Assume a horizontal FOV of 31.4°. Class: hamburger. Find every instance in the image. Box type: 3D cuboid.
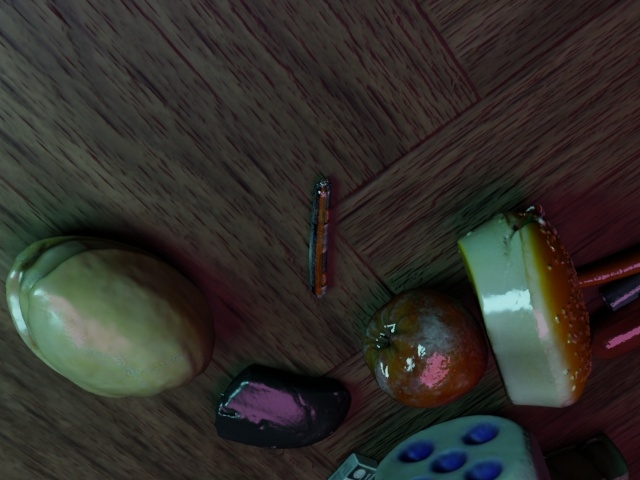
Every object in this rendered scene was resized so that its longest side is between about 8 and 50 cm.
[{"bbox_3d":[0.287,0.094,1.540,0.151,0.227,0.295,-15,134,6],"label":"hamburger"}]

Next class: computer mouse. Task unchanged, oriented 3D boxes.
[{"bbox_3d":[-0.048,0.248,1.630,0.217,0.073,0.122,12,121,-27],"label":"computer mouse"}]

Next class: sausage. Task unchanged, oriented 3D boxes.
[{"bbox_3d":[0.494,0.116,1.739,0.194,0.077,0.077,-35,131,7],"label":"sausage"},{"bbox_3d":[0.000,0.000,1.486,0.028,0.025,0.198,-31,139,-35],"label":"sausage"}]

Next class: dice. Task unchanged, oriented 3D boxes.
[{"bbox_3d":[0.233,0.438,1.717,0.251,0.243,0.259,-17,108,14],"label":"dice"}]

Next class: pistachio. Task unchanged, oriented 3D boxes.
[{"bbox_3d":[-0.246,0.097,1.380,0.293,0.162,0.182,31,84,-37],"label":"pistachio"}]

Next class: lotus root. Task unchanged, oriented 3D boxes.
[{"bbox_3d":[0.402,0.425,1.913,0.234,0.119,0.138,-21,125,-6],"label":"lotus root"}]

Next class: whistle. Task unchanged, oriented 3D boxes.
[{"bbox_3d":[0.509,0.044,1.712,0.186,0.039,0.039,-33,131,4],"label":"whistle"}]

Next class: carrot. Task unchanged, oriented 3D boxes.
[{"bbox_3d":[0.415,0.048,1.679,0.190,0.037,0.037,-18,131,-6],"label":"carrot"}]

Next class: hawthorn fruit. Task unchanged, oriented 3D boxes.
[{"bbox_3d":[0.149,0.152,1.571,0.172,0.173,0.173,-11,129,-13],"label":"hawthorn fruit"}]

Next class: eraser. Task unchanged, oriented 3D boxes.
[{"bbox_3d":[0.037,0.390,1.803,0.052,0.029,0.122,27,112,-35],"label":"eraser"}]
